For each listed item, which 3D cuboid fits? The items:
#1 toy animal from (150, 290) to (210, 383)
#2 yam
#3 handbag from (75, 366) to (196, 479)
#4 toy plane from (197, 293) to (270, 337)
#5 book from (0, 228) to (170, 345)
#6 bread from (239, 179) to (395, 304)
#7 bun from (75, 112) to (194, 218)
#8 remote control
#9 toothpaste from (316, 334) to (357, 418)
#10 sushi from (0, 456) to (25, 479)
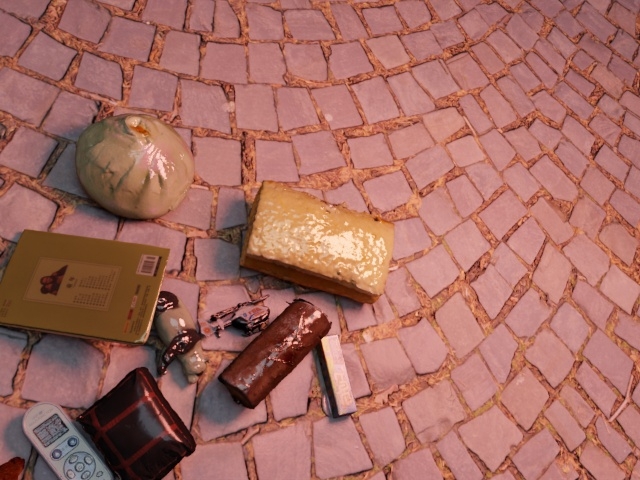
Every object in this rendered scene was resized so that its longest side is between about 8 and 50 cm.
[{"bbox_3d":[-0.333,0.220,1.499,0.121,0.094,0.225,-23,74,-37],"label":"toy animal"},{"bbox_3d":[-0.106,0.261,1.540,0.131,0.131,0.280,44,62,4],"label":"yam"},{"bbox_3d":[-0.376,0.392,1.359,0.169,0.155,0.215,-36,81,-10],"label":"handbag"},{"bbox_3d":[-0.194,0.190,1.588,0.197,0.053,0.078,-18,65,-28],"label":"toy plane"},{"bbox_3d":[-0.522,0.097,1.457,0.352,0.035,0.239,7,60,4],"label":"book"},{"bbox_3d":[0.000,0.000,1.684,0.375,0.165,0.236,19,65,-12],"label":"bread"},{"bbox_3d":[-0.440,-0.204,1.605,0.293,0.187,0.293,9,64,-19],"label":"bun"},{"bbox_3d":[-0.514,0.433,1.349,0.087,0.047,0.244,-37,83,-27],"label":"remote control"},{"bbox_3d":[0.027,0.328,1.603,0.070,0.044,0.193,-5,67,-23],"label":"toothpaste"},{"bbox_3d":[-0.630,0.552,1.195,0.167,0.179,0.296,13,75,-41],"label":"sushi"}]
